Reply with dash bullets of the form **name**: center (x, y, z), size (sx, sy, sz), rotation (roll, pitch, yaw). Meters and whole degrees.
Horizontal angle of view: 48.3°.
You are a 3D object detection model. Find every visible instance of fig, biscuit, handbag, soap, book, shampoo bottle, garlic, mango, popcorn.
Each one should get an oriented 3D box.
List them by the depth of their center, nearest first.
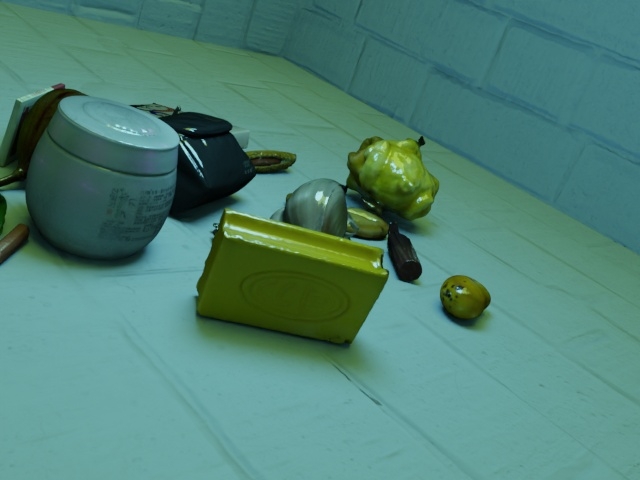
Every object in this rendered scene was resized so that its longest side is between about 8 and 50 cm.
- **soap**: center (-0.053, 0.077, 1.322), size (0.324, 0.204, 0.096), rotation (13, 33, -16)
- **shampoo bottle**: center (-0.416, -0.123, 1.376), size (0.272, 0.267, 0.273), rotation (19, 20, -7)
- **garlic**: center (0.000, 0.000, 1.508), size (0.237, 0.210, 0.292), rotation (47, 33, -14)
- **fig**: center (-0.596, -0.184, 1.535), size (0.216, 0.217, 0.321), rotation (30, 52, 22)
- **book**: center (-0.663, -0.271, 1.644), size (0.022, 0.162, 0.232), rotation (24, 21, -4)
- **mango**: center (0.346, 0.132, 1.707), size (0.115, 0.090, 0.178), rotation (38, 22, 15)
- **handbag**: center (-0.308, -0.226, 1.733), size (0.275, 0.177, 0.302), rotation (58, 24, -1)
- **shampoo bottle**: center (0.211, 0.025, 1.864), size (0.067, 0.068, 0.236), rotation (14, 21, -12)
- **biscuit**: center (0.053, -0.064, 1.970), size (0.299, 0.045, 0.154), rotation (11, 25, -22)
- **popcorn**: center (0.212, -0.202, 2.132), size (0.316, 0.281, 0.297), rotation (46, 4, 37)

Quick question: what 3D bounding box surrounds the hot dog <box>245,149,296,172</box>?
- **hot dog**: center (-0.186, -0.237, 2.138), size (0.083, 0.068, 0.288), rotation (8, 13, 41)

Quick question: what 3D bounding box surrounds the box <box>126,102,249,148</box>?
- **box**: center (-0.411, -0.331, 2.088), size (0.353, 0.069, 0.214), rotation (17, 19, 21)

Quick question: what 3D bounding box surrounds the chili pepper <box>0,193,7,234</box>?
- **chili pepper**: center (-0.610, -0.030, 1.250), size (0.100, 0.074, 0.257), rotation (12, 18, -13)

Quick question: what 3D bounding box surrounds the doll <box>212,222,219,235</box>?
- **doll**: center (-0.169, -0.004, 1.610), size (0.139, 0.057, 0.165), rotation (-5, 28, -43)

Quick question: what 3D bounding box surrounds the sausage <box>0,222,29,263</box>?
- **sausage**: center (-0.552, 0.007, 1.259), size (0.035, 0.030, 0.147), rotation (22, 21, -6)
